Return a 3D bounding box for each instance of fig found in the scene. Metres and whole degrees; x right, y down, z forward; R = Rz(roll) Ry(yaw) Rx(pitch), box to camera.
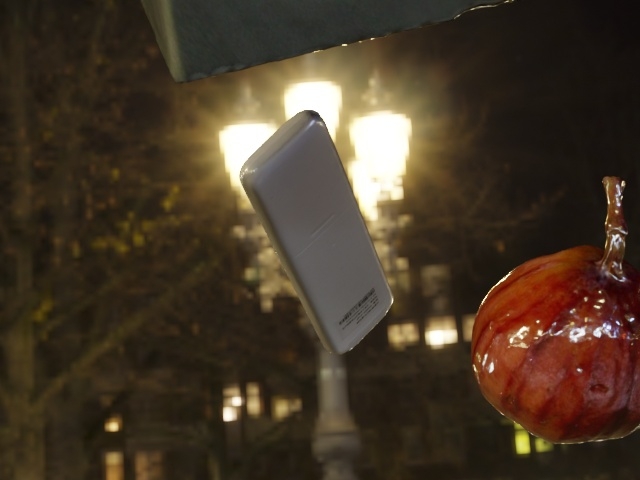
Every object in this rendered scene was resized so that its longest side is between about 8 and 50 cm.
[{"bbox_3d":[0.164,0.054,0.939,0.150,0.128,0.128,-45,-22,2],"label":"fig"}]

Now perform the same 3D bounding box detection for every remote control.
[{"bbox_3d":[0.000,0.000,1.052,0.067,0.029,0.261,-44,-30,-11],"label":"remote control"}]

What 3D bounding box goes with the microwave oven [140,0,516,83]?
[{"bbox_3d":[-0.023,-0.327,0.718,0.236,0.432,0.374,-14,-47,-10],"label":"microwave oven"}]
